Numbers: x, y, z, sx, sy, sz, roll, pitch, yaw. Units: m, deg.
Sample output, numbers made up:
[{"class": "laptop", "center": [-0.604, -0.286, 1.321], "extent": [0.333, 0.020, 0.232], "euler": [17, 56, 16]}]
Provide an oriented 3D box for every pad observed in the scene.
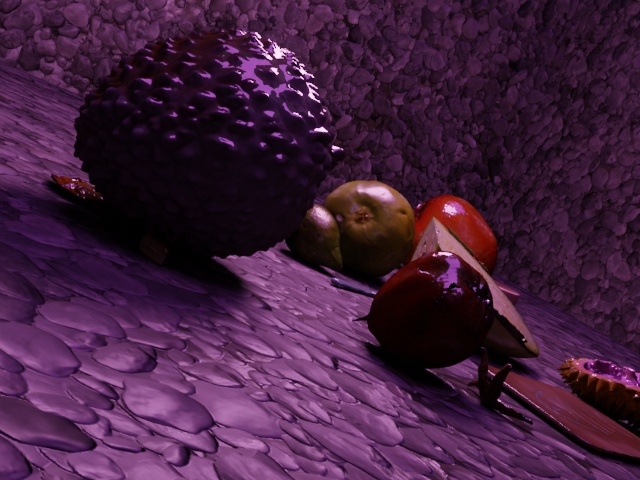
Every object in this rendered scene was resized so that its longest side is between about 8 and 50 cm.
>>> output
[{"class": "pad", "center": [0.450, 0.308, 1.516], "extent": [0.284, 0.018, 0.286], "euler": [21, 7, -35]}]

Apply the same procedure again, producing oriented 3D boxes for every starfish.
[{"class": "starfish", "center": [0.268, 0.233, 1.315], "extent": [0.130, 0.041, 0.133], "euler": [54, -20, 35]}]

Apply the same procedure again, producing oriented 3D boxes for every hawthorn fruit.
[{"class": "hawthorn fruit", "center": [0.368, 0.015, 2.519], "extent": [0.295, 0.295, 0.311], "euler": [17, 34, -51]}, {"class": "hawthorn fruit", "center": [0.155, 0.116, 1.360], "extent": [0.235, 0.181, 0.181], "euler": [-16, -21, 35]}]

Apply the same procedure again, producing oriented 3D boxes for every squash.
[{"class": "squash", "center": [0.339, 0.120, 1.793], "extent": [0.309, 0.210, 0.233], "euler": [20, 19, -4]}]

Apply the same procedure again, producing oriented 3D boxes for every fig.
[{"class": "fig", "center": [0.127, -0.030, 2.083], "extent": [0.233, 0.233, 0.314], "euler": [27, 13, 20]}, {"class": "fig", "center": [0.000, 0.000, 1.885], "extent": [0.156, 0.123, 0.123], "euler": [40, 10, 15]}]

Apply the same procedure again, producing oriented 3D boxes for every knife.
[{"class": "knife", "center": [0.093, 0.105, 1.819], "extent": [0.210, 0.015, 0.028], "euler": [19, 2, -45]}]

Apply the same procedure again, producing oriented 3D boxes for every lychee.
[{"class": "lychee", "center": [-0.167, -0.158, 1.373], "extent": [0.432, 0.380, 0.380], "euler": [7, 13, -20]}]

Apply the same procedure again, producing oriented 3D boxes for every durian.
[{"class": "durian", "center": [0.622, 0.324, 1.680], "extent": [0.341, 0.112, 0.191], "euler": [18, 15, 10]}]

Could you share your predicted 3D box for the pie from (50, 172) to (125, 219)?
[{"class": "pie", "center": [-0.371, -0.071, 1.439], "extent": [0.191, 0.033, 0.088], "euler": [26, 11, 4]}]

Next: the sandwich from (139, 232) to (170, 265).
[{"class": "sandwich", "center": [-0.243, 0.010, 1.271], "extent": [0.044, 0.031, 0.083], "euler": [28, 4, -14]}]

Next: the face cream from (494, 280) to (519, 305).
[{"class": "face cream", "center": [0.430, 0.155, 2.265], "extent": [0.149, 0.104, 0.149], "euler": [24, 7, -3]}]
